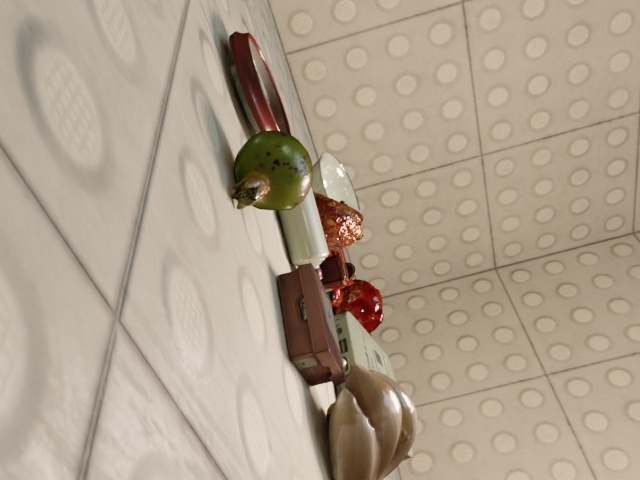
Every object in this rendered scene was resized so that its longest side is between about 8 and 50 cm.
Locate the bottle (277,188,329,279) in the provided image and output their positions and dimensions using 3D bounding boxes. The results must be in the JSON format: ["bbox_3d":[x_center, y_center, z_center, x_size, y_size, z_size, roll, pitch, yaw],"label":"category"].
[{"bbox_3d":[-0.042,-0.012,1.652,0.104,0.104,0.245,29,46,-83],"label":"bottle"}]

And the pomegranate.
[{"bbox_3d":[-0.099,-0.121,1.213,0.205,0.159,0.159,-47,126,-52],"label":"pomegranate"}]

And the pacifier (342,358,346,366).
[{"bbox_3d":[0.038,0.336,1.726,0.068,0.064,0.083,29,43,-58],"label":"pacifier"}]

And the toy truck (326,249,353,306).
[{"bbox_3d":[0.041,0.098,2.168,0.107,0.114,0.252,47,27,-82],"label":"toy truck"}]

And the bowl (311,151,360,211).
[{"bbox_3d":[0.017,-0.154,2.338,0.313,0.146,0.313,48,30,-39],"label":"bowl"}]

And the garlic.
[{"bbox_3d":[0.124,0.436,1.442,0.279,0.132,0.324,1,96,-62],"label":"garlic"}]

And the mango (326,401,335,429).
[{"bbox_3d":[0.059,0.450,1.532,0.184,0.085,0.102,58,16,-37],"label":"mango"}]

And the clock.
[{"bbox_3d":[-0.156,-0.357,1.571,0.318,0.080,0.318,-19,90,-82],"label":"clock"}]

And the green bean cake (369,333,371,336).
[{"bbox_3d":[0.172,0.440,2.689,0.232,0.097,0.198,-97,169,-57],"label":"green bean cake"}]

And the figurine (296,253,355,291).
[{"bbox_3d":[0.021,0.103,1.717,0.098,0.155,0.082,73,4,-54],"label":"figurine"}]

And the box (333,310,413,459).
[{"bbox_3d":[0.151,0.466,2.017,0.396,0.111,0.395,52,19,-42],"label":"box"}]

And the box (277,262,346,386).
[{"bbox_3d":[-0.019,0.194,1.403,0.215,0.086,0.215,66,11,-58],"label":"box"}]

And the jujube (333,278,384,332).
[{"bbox_3d":[0.143,0.251,2.424,0.232,0.213,0.212,69,6,-87],"label":"jujube"}]

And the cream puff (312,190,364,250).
[{"bbox_3d":[0.019,-0.056,1.937,0.240,0.240,0.163,30,75,-83],"label":"cream puff"}]
